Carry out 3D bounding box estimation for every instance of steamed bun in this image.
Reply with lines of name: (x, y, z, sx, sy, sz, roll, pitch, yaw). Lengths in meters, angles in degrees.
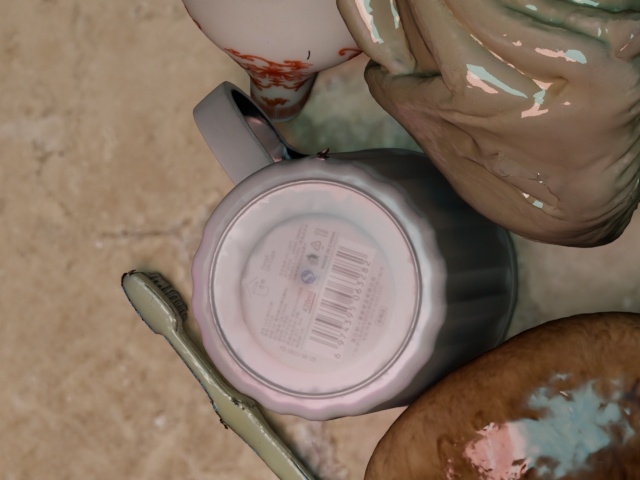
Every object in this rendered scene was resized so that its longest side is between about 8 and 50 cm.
steamed bun: (0.116, -0.166, 1.040, 0.219, 0.324, 0.310, 20, 89, 12)

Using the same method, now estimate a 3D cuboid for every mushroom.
mushroom: (0.163, 0.159, 1.116, 0.278, 0.146, 0.278, -2, 123, -4)

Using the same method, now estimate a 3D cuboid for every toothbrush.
toothbrush: (-0.034, 0.133, 1.244, 0.294, 0.028, 0.026, 52, 125, 6)

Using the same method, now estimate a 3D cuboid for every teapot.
teapot: (-0.013, -0.198, 1.187, 0.159, 0.116, 0.245, 24, 93, 25)

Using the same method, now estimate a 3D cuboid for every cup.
cup: (-0.003, 0.015, 1.140, 0.221, 0.202, 0.167, 22, 96, 13)
